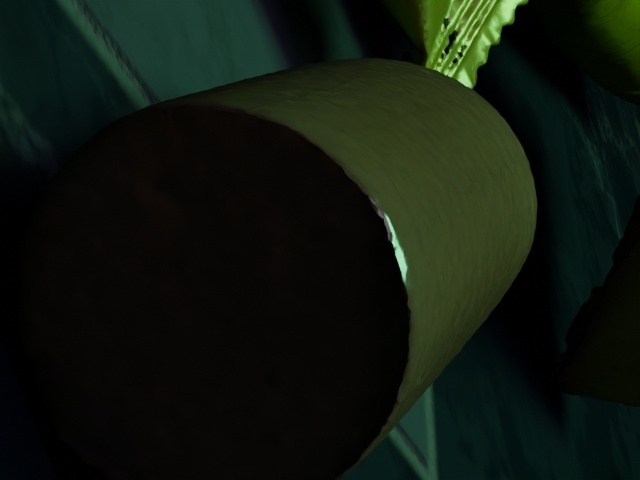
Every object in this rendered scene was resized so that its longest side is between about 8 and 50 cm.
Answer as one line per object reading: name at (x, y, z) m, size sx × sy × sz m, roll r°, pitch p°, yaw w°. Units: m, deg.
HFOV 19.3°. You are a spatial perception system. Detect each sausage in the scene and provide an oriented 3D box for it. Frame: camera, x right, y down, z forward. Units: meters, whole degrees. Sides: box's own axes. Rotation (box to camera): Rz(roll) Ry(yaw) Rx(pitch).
sausage at (0.000, 0.000, 0.635) m, size 0.253 × 0.123 × 0.123 m, roll -36°, pitch 108°, yaw -71°

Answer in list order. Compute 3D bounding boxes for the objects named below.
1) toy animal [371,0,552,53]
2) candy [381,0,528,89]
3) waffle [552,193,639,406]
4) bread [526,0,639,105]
toy animal at (0.037, -0.209, 0.997) m, size 0.236 × 0.108 × 0.138 m, roll 55°, pitch -10°, yaw -9°
candy at (0.017, -0.210, 0.857) m, size 0.297 × 0.081 × 0.187 m, roll 55°, pitch 51°, yaw -29°
waffle at (0.252, -0.082, 1.121) m, size 0.304 × 0.077 × 0.348 m, roll -61°, pitch 173°, yaw -32°
bread at (0.207, -0.209, 1.452) m, size 0.383 × 0.112 × 0.166 m, roll 22°, pitch 56°, yaw -67°
